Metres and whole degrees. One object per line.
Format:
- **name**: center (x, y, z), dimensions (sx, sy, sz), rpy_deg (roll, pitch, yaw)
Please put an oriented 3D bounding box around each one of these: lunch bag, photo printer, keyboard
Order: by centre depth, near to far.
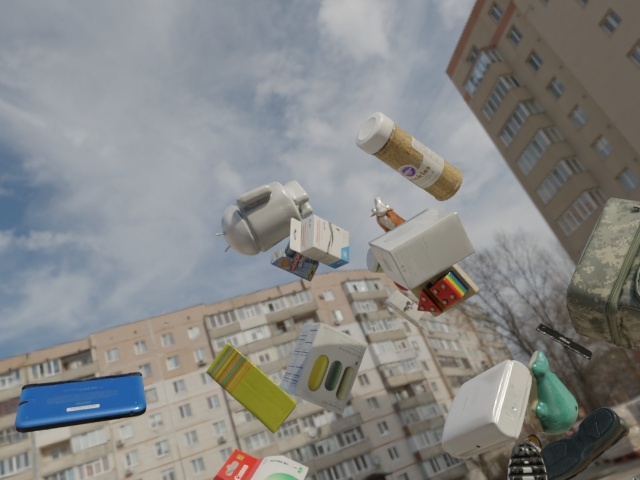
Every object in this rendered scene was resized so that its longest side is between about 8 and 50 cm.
- **lunch bag**: center (0.689, 0.074, 1.088), dimensions (0.305, 0.256, 0.212), rpy_deg (-55, -45, -19)
- **photo printer**: center (0.499, 0.529, 1.643), dimensions (0.256, 0.107, 0.307), rpy_deg (-55, 0, -40)
- **keyboard**: center (0.831, 0.353, 1.823), dimensions (0.100, 0.192, 0.038), rpy_deg (-11, -53, -55)

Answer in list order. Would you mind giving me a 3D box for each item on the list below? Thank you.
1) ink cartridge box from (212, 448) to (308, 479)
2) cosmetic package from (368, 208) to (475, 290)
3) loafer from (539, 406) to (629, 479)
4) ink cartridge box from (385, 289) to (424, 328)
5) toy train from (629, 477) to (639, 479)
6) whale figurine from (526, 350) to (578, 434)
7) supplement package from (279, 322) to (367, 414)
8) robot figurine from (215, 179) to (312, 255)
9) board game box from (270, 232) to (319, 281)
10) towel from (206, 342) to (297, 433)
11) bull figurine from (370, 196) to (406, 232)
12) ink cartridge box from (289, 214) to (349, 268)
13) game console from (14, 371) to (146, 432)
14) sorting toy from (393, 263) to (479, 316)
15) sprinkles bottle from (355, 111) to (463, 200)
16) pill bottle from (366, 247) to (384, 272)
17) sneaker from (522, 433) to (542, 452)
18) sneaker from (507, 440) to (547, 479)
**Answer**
- **ink cartridge box**: center (-0.161, 0.649, 1.472), dimensions (0.181, 0.224, 0.056), rpy_deg (-29, -39, -75)
- **cosmetic package**: center (0.294, 0.019, 1.575), dimensions (0.224, 0.138, 0.224), rpy_deg (-31, 10, -5)
- **loafer**: center (0.638, 0.523, 1.302), dimensions (0.084, 0.096, 0.267), rpy_deg (34, -70, -17)
- **ink cartridge box**: center (0.361, 0.286, 2.185), dimensions (0.061, 0.181, 0.104), rpy_deg (-52, -6, -9)
- **toy train**: center (0.785, 0.593, 1.277), dimensions (0.017, 0.083, 0.024), rpy_deg (-44, -30, -74)
- **whale figurine**: center (0.746, 0.496, 1.720), dimensions (0.141, 0.272, 0.216), rpy_deg (-4, 19, 39)
- **supplement package**: center (0.008, 0.459, 1.927), dimensions (0.199, 0.263, 0.198), rpy_deg (27, -17, -14)
- **robot figurine**: center (-0.206, -0.077, 1.909), dimensions (0.353, 0.200, 0.300), rpy_deg (-31, -41, -10)
- **board game box**: center (-0.099, 0.064, 2.185), dimensions (0.194, 0.060, 0.194), rpy_deg (13, -55, -17)
- **towel**: center (-0.175, 0.371, 1.346), dimensions (0.102, 0.237, 0.021), rpy_deg (-53, -12, 5)
- **bull figurine**: center (0.320, -0.081, 2.359), dimensions (0.101, 0.188, 0.310), rpy_deg (-41, -69, 13)
- **ink cartridge box**: center (0.000, 0.000, 1.508), dimensions (0.180, 0.104, 0.060), rpy_deg (25, -36, -38)
- **game console**: center (-0.614, 0.455, 1.388), dimensions (0.293, 0.250, 0.173), rpy_deg (-2, -70, -22)
- **sorting toy**: center (0.393, 0.155, 1.937), dimensions (0.089, 0.257, 0.255), rpy_deg (-38, -6, -37)
- **sprinkles bottle**: center (0.278, -0.253, 1.639), dimensions (0.355, 0.121, 0.121), rpy_deg (29, -51, -25)
- **pill bottle**: center (0.323, 0.089, 2.404), dimensions (0.208, 0.118, 0.117), rpy_deg (2, -33, -14)
- **sneaker**: center (0.674, 0.669, 1.688), dimensions (0.185, 0.069, 0.084), rpy_deg (-37, -33, -53)
- **sneaker**: center (0.428, 0.540, 1.103), dimensions (0.078, 0.234, 0.106), rpy_deg (-4, -21, 6)
